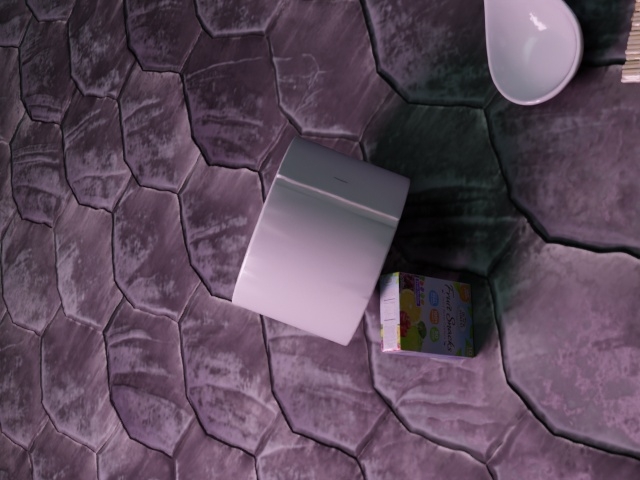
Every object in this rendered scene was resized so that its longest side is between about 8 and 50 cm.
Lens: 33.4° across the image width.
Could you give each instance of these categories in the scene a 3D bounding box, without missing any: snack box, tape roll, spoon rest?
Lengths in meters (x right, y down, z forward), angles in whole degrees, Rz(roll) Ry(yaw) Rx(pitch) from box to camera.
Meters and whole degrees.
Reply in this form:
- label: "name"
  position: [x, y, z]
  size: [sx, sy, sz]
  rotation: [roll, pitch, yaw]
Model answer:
- label: "snack box"
  position: [0.138, 0.098, 1.371]
  size: [0.037, 0.141, 0.100]
  rotation: [-13, 72, 46]
- label: "tape roll"
  position: [0.000, 0.000, 1.437]
  size: [0.246, 0.169, 0.246]
  rotation: [20, -90, -90]
- label: "spoon rest"
  position: [0.257, -0.302, 1.373]
  size: [0.137, 0.084, 0.276]
  rotation: [-32, 58, 39]

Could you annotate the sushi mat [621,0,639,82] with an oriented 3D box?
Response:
- label: "sushi mat"
  position: [0.477, -0.252, 1.169]
  size: [0.317, 0.019, 0.151]
  rotation: [6, 87, 48]
